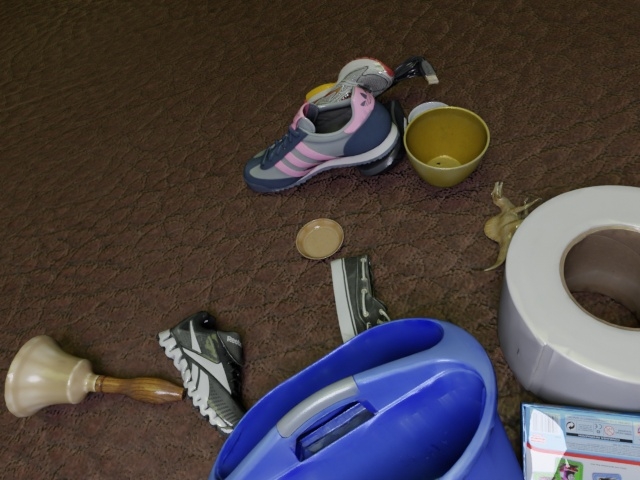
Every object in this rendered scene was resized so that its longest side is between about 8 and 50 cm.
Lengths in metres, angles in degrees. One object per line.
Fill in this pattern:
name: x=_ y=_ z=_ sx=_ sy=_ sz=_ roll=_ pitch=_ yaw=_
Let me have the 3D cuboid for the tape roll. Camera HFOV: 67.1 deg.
tape roll: x=0.346 y=0.079 z=0.583 sx=0.246 sy=0.169 sz=0.246 roll=-8 pitch=56 yaw=12

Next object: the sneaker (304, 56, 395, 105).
sneaker: x=0.052 y=-0.264 z=0.919 sx=0.225 sy=0.088 sz=0.092 roll=-21 pitch=54 yaw=48

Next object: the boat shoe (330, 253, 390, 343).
boat shoe: x=0.064 y=0.110 z=0.701 sx=0.070 sy=0.078 sz=0.219 roll=-15 pitch=53 yaw=7

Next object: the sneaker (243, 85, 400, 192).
sneaker: x=-0.030 y=-0.182 z=0.855 sx=0.319 sy=0.131 sz=0.112 roll=-16 pitch=51 yaw=28

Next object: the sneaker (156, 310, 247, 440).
sneaker: x=-0.150 y=0.187 z=0.710 sx=0.106 sy=0.078 sz=0.234 roll=-41 pitch=54 yaw=-9

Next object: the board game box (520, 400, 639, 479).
board game box: x=0.293 y=0.285 z=0.498 sx=0.160 sy=0.039 sz=0.211 roll=1 pitch=78 yaw=17

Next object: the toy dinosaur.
toy dinosaur: x=0.299 y=-0.016 z=0.744 sx=0.093 sy=0.053 sz=0.183 roll=-8 pitch=46 yaw=29

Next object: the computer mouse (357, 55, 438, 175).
computer mouse: x=0.147 y=-0.226 z=0.891 sx=0.184 sy=0.060 sz=0.262 roll=-30 pitch=42 yaw=28

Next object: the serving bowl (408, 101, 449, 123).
serving bowl: x=0.209 y=-0.223 z=0.912 sx=0.083 sy=0.027 sz=0.083 roll=-8 pitch=55 yaw=11

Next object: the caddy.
caddy: x=0.037 y=0.223 z=0.510 sx=0.341 sy=0.179 sz=0.241 roll=-33 pitch=23 yaw=2

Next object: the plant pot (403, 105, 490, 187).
plant pot: x=0.210 y=-0.143 z=0.814 sx=0.134 sy=0.095 sz=0.134 roll=-5 pitch=58 yaw=9

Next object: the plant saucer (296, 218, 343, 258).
plant saucer: x=0.000 y=0.000 z=0.831 sx=0.083 sy=0.015 sz=0.083 roll=-7 pitch=56 yaw=11

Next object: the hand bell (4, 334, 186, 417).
hand bell: x=-0.327 y=0.223 z=0.740 sx=0.242 sy=0.126 sz=0.126 roll=6 pitch=58 yaw=6
